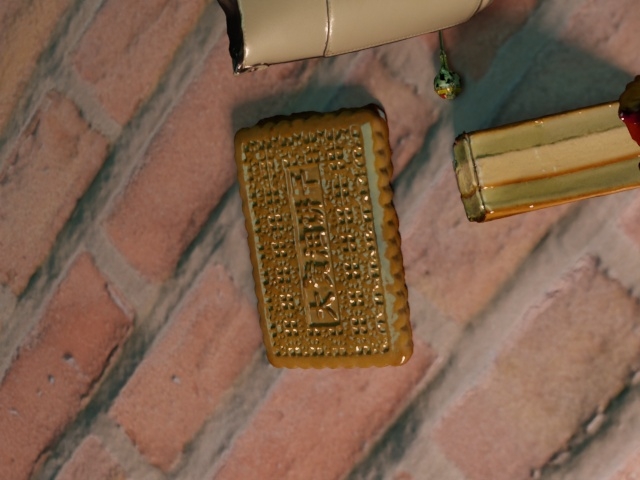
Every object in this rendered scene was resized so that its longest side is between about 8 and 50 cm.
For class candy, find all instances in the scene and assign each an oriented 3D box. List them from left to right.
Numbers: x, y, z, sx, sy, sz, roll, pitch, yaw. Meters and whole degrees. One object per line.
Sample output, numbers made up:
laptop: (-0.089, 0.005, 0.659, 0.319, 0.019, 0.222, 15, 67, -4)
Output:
candy: (0.112, -0.168, 1.072, 0.023, 0.025, 0.083, -3, 88, -10)

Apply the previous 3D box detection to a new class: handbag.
handbag: (-0.017, -0.264, 0.976, 0.109, 0.315, 0.241, 177, 82, -74)

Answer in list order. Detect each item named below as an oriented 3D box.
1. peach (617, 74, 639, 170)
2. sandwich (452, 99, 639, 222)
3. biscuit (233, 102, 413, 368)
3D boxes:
peach: (0.371, -0.135, 0.705, 0.339, 0.353, 0.417, 123, 156, -61)
sandwich: (0.202, -0.070, 1.030, 0.163, 0.113, 0.079, -13, 90, -1)
biscuit: (0.000, 0.000, 1.165, 0.172, 0.029, 0.255, -5, 95, 34)
